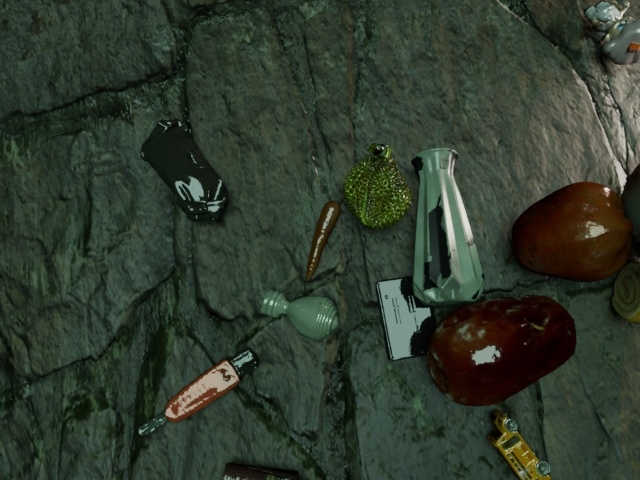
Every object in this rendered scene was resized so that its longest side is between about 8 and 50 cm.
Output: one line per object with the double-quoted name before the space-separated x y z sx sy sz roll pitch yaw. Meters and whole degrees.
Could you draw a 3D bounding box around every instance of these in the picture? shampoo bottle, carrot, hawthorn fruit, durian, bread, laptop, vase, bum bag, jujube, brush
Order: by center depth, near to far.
"jujube" 0.389 0.231 0.950 0.317 0.223 0.223 -17 79 -9
"shampoo bottle" -0.103 0.556 0.987 0.235 0.067 0.068 7 71 4
"hawthorn fruit" 0.551 -0.005 0.994 0.260 0.224 0.224 -21 78 24
"bread" 0.728 0.123 0.998 0.073 0.149 0.122 17 123 5
"vase" 0.287 -0.031 1.035 0.164 0.165 0.361 -2 76 2
"brush" -0.291 0.363 1.043 0.323 0.051 0.070 -32 86 -6
"durian" 0.136 -0.121 1.062 0.159 0.146 0.199 -27 71 26
"laptop" 0.214 0.186 1.065 0.135 0.016 0.198 -9 80 0
"carrot" 0.000 0.000 1.098 0.048 0.048 0.217 20 86 6
"bum bag" -0.352 -0.174 1.130 0.142 0.080 0.326 -33 77 -11

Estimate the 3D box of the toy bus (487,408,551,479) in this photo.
"toy bus" 0.433 0.464 0.977 0.074 0.069 0.162 -35 81 -2

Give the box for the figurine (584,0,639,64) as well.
"figurine" 0.777 -0.532 1.126 0.137 0.112 0.229 -26 66 -10

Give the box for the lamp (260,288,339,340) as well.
"lamp" -0.046 0.170 1.042 0.192 0.106 0.106 17 81 15

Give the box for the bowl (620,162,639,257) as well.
"bowl" 0.785 -0.048 0.986 0.336 0.157 0.338 7 70 -20
